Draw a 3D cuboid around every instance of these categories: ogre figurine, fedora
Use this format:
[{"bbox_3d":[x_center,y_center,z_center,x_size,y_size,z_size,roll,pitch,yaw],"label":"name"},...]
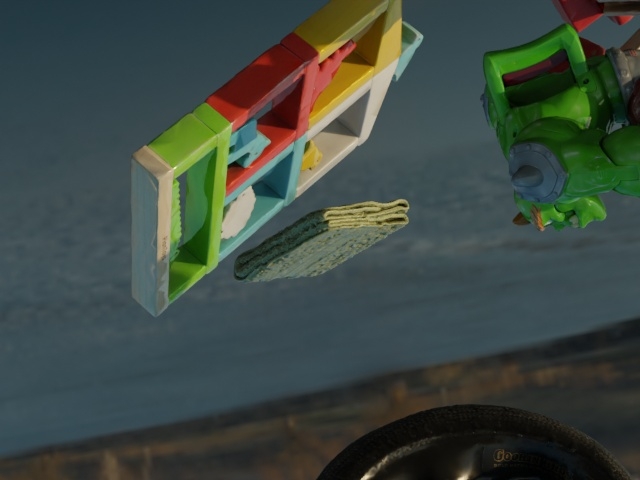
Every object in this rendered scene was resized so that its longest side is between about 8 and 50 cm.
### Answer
[{"bbox_3d":[0.140,-0.059,0.749,0.118,0.197,0.097,-9,129,3],"label":"ogre figurine"},{"bbox_3d":[0.140,0.309,1.431,0.334,0.334,0.152,-9,140,-10],"label":"fedora"}]

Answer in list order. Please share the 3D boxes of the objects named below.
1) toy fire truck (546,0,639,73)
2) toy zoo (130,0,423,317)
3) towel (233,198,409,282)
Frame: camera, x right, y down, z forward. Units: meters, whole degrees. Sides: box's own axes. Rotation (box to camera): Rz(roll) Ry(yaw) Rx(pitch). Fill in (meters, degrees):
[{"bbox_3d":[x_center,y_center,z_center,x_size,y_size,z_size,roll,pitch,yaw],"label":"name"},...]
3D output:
[{"bbox_3d":[0.218,-0.172,1.080,0.192,0.047,0.135,-36,-146,3],"label":"toy fire truck"},{"bbox_3d":[-0.028,-0.084,1.185,0.293,0.030,0.192,-41,161,-26],"label":"toy zoo"},{"bbox_3d":[0.000,0.000,1.385,0.110,0.027,0.148,-4,160,-41],"label":"towel"}]
